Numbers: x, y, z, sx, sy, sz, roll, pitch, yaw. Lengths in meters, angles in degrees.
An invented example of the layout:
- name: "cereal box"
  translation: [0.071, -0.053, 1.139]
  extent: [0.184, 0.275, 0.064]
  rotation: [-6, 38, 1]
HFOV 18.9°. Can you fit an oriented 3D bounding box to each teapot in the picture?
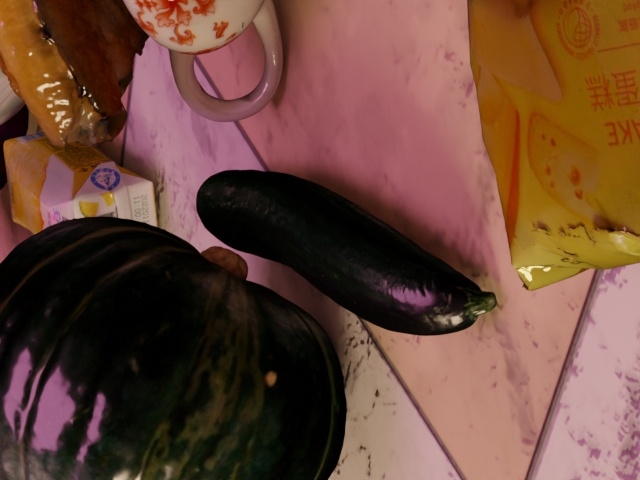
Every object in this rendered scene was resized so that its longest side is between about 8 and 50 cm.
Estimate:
- name: "teapot"
  translation: [-0.075, -0.169, 1.028]
  extent: [0.159, 0.116, 0.245]
  rotation: [-114, 5, -64]

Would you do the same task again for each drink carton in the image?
- name: "drink carton"
  translation: [-0.156, -0.019, 1.317]
  extent: [0.200, 0.074, 0.084]
  rotation: [35, 131, 56]

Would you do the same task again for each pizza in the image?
- name: "pizza"
  translation: [-0.141, -0.155, 1.069]
  extent: [0.147, 0.069, 0.226]
  rotation: [56, -151, -37]

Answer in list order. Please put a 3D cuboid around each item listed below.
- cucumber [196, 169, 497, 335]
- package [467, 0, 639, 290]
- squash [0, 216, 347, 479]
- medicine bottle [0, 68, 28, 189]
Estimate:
- name: "cucumber"
  translation: [0.000, 0.000, 1.008]
  extent: [0.284, 0.056, 0.056]
  rotation: [24, 121, 59]
- name: "package"
  translation: [0.120, -0.054, 0.679]
  extent: [0.226, 0.090, 0.168]
  rotation: [-4, 98, 63]
- name: "squash"
  translation: [-0.092, 0.082, 1.059]
  extent: [0.172, 0.218, 0.218]
  rotation: [-64, 20, -14]
- name: "medicine bottle"
  translation: [-0.317, -0.125, 1.465]
  extent: [0.395, 0.242, 0.242]
  rotation: [-34, 68, 48]
